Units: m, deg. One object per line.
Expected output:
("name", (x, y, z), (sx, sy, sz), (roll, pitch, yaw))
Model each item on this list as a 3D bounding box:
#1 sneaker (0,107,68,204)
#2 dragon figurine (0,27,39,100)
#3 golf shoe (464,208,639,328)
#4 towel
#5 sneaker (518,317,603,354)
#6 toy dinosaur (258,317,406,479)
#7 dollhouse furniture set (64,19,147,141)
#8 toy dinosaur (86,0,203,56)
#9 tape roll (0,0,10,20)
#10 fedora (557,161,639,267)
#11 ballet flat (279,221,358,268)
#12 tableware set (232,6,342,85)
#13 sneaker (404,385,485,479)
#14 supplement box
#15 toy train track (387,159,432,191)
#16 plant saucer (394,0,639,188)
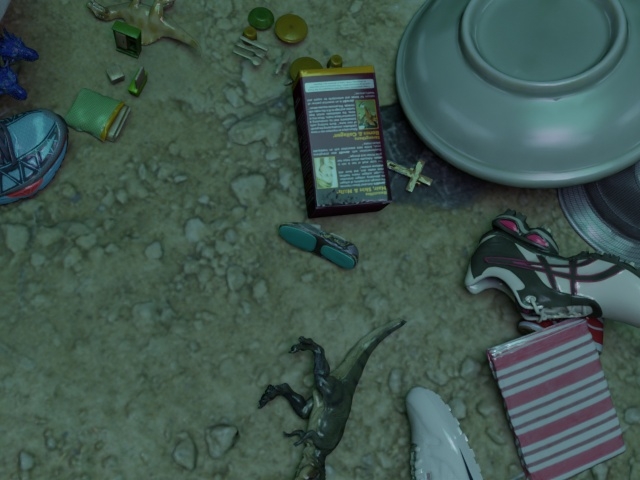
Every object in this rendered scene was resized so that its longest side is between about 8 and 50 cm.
("sneaker", (-0.435, -0.091, 1.135), (0.262, 0.125, 0.104), (-32, 81, -15))
("dragon figurine", (-0.481, -0.259, 1.168), (0.289, 0.144, 0.085), (30, 72, 2))
("golf shoe", (0.317, 0.067, 1.169), (0.273, 0.105, 0.120), (26, 68, 33))
("towel", (0.306, 0.210, 1.180), (0.144, 0.029, 0.197), (-19, 94, -11))
("sneaker", (0.325, 0.108, 1.222), (0.118, 0.042, 0.067), (17, 74, -8))
("toy dinosaur", (-0.001, 0.190, 1.148), (0.118, 0.064, 0.268), (30, 70, -5))
("dollhouse furniture set", (-0.282, -0.213, 1.226), (0.076, 0.058, 0.152), (22, 72, 0))
("toy dinosaur", (-0.230, -0.315, 1.276), (0.183, 0.053, 0.092), (21, 88, 6))
("tape roll", (-0.554, -0.294, 1.117), (0.392, 0.072, 0.392), (-10, 57, 16))
("fedora", (0.476, -0.105, 1.261), (0.275, 0.124, 0.244), (-41, 82, -16))
("ballet flat", (0.000, 0.000, 1.217), (0.114, 0.041, 0.041), (26, 72, 0))
("tableware set", (-0.042, -0.271, 1.296), (0.154, 0.024, 0.104), (24, 69, 1))
("sneaker", (0.148, 0.296, 1.125), (0.095, 0.090, 0.235), (-22, 76, -4))
("supplement box", (0.026, -0.130, 1.218), (0.104, 0.081, 0.188), (-6, 83, -10))
("toy train track", (0.116, -0.096, 1.269), (0.083, 0.014, 0.048), (24, 79, 6))
("plant saucer", (0.298, -0.262, 1.231), (0.400, 0.100, 0.400), (-4, 61, 7))
